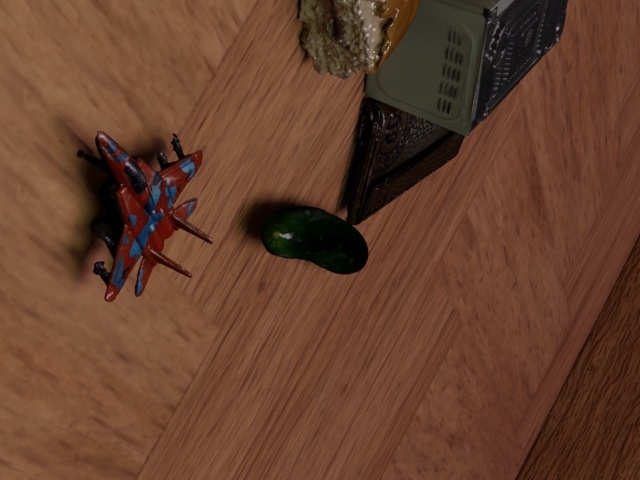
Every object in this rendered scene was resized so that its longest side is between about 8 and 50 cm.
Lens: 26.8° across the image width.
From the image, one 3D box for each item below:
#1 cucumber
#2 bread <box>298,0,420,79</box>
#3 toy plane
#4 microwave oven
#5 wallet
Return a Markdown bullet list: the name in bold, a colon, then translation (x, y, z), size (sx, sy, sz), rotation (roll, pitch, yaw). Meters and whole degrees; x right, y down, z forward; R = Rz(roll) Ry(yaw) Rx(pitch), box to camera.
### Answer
- **cucumber**: translation (0.000, 0.000, 1.260), size (0.056, 0.056, 0.284), rotation (-66, 163, 2)
- **bread**: translation (0.039, -0.199, 1.092), size (0.106, 0.082, 0.125), rotation (-47, 150, -24)
- **toy plane**: translation (-0.129, -0.031, 0.917), size (0.130, 0.061, 0.189), rotation (-58, 153, -16)
- **microwave oven**: translation (0.150, -0.218, 1.276), size (0.208, 0.122, 0.162), rotation (-45, 150, -41)
- **wallet**: translation (0.102, -0.110, 1.397), size (0.243, 0.039, 0.132), rotation (-32, 141, -54)
